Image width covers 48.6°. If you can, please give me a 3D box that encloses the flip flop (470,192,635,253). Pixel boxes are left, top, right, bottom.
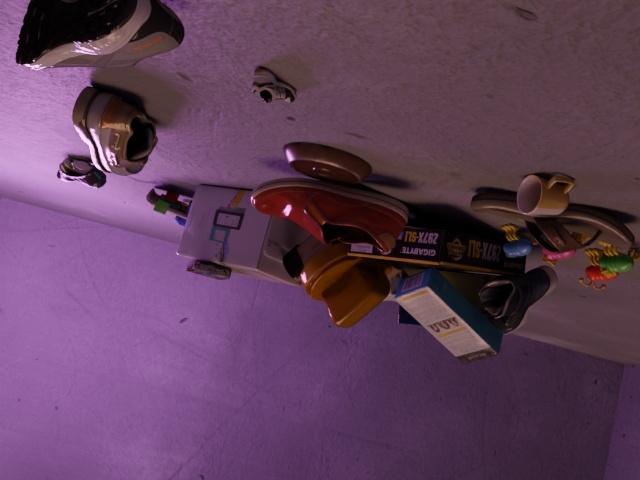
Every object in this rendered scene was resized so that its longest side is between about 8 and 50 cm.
[{"bbox_3d":[0.395,-0.021,1.231,0.277,0.080,0.112,13,171,8],"label":"flip flop"}]

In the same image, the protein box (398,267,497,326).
[{"bbox_3d":[0.314,0.142,1.724,0.200,0.135,0.201,4,179,21],"label":"protein box"}]

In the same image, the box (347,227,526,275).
[{"bbox_3d":[0.265,0.023,1.578,0.322,0.079,0.257,9,175,-44],"label":"box"}]

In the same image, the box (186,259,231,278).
[{"bbox_3d":[-0.285,0.076,1.803,0.094,0.027,0.137,16,171,-17],"label":"box"}]

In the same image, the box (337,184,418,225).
[{"bbox_3d":[0.081,-0.073,1.528,0.184,0.045,0.191,21,169,-30],"label":"box"}]

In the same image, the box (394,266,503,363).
[{"bbox_3d":[0.280,0.166,1.539,0.244,0.060,0.101,43,137,-20],"label":"box"}]

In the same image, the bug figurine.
[{"bbox_3d":[0.507,0.033,1.424,0.279,0.072,0.216,16,171,-6],"label":"bug figurine"}]

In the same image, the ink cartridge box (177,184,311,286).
[{"bbox_3d":[-0.184,-0.012,1.826,0.270,0.197,0.198,9,169,33],"label":"ink cartridge box"}]

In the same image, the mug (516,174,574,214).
[{"bbox_3d":[0.353,-0.066,1.097,0.064,0.062,0.078,9,180,-20],"label":"mug"}]

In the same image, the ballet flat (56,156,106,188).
[{"bbox_3d":[-0.657,-0.192,1.917,0.203,0.074,0.074,15,173,36],"label":"ballet flat"}]

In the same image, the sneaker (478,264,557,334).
[{"bbox_3d":[0.397,0.146,1.559,0.164,0.086,0.226,-14,146,-33],"label":"sneaker"}]

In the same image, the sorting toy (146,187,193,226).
[{"bbox_3d":[-0.393,-0.099,2.011,0.196,0.047,0.347,27,-175,-12],"label":"sorting toy"}]

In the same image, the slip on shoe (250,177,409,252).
[{"bbox_3d":[0.004,-0.049,1.379,0.332,0.101,0.123,12,161,23],"label":"slip on shoe"}]

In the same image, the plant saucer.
[{"bbox_3d":[0.010,-0.136,1.302,0.169,0.029,0.168,15,172,2],"label":"plant saucer"}]

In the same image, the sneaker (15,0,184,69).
[{"bbox_3d":[-0.277,-0.246,0.858,0.272,0.100,0.108,7,174,38],"label":"sneaker"}]

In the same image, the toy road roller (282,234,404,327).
[{"bbox_3d":[0.088,0.092,1.718,0.202,0.240,0.330,-42,144,23],"label":"toy road roller"}]

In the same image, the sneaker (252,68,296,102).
[{"bbox_3d":[-0.066,-0.203,0.974,0.032,0.036,0.083,5,169,39],"label":"sneaker"}]

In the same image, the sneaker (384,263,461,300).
[{"bbox_3d":[0.281,0.116,2.147,0.258,0.169,0.448,-5,169,39],"label":"sneaker"}]

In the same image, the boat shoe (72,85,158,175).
[{"bbox_3d":[-0.365,-0.183,1.330,0.103,0.113,0.302,19,171,4],"label":"boat shoe"}]
